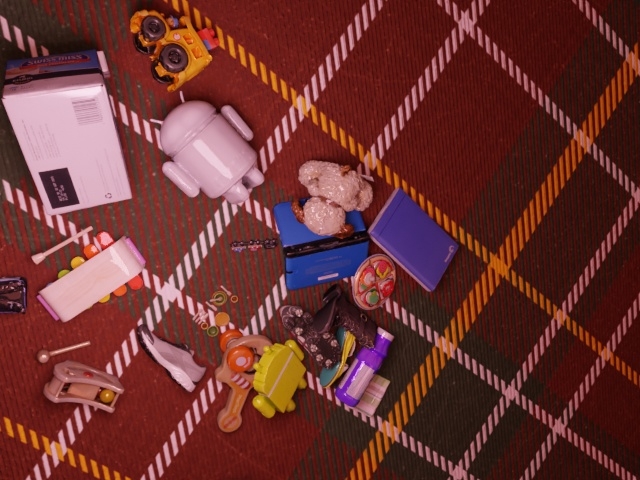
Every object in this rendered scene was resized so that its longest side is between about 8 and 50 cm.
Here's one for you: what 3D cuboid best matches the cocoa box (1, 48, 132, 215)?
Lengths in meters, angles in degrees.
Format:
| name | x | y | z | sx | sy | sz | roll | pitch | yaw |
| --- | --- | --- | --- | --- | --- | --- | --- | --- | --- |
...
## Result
| name | x | y | z | sx | sy | sz | roll | pitch | yaw |
| --- | --- | --- | --- | --- | --- | --- | --- | --- | --- |
| cocoa box | -0.655 | -0.285 | 1.488 | 0.231 | 0.228 | 0.347 | -13 | 133 | -15 |

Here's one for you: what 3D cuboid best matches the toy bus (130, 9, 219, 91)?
| name | x | y | z | sx | sy | sz | roll | pitch | yaw |
| --- | --- | --- | --- | --- | --- | --- | --- | --- | --- |
| toy bus | -0.412 | -0.580 | 1.648 | 0.211 | 0.149 | 0.220 | -38 | 104 | -23 |

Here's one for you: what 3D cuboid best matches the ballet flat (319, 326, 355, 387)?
| name | x | y | z | sx | sy | sz | roll | pitch | yaw |
| --- | --- | --- | --- | --- | --- | --- | --- | --- | --- |
| ballet flat | 0.071 | 0.407 | 1.965 | 0.077 | 0.077 | 0.231 | 21 | 89 | -36 |

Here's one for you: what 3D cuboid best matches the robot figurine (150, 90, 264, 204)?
| name | x | y | z | sx | sy | sz | roll | pitch | yaw |
| --- | --- | --- | --- | --- | --- | --- | --- | --- | --- |
| robot figurine | -0.329 | -0.268 | 1.677 | 0.353 | 0.199 | 0.300 | 46 | 63 | -18 |

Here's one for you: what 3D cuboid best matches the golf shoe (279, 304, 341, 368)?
| name | x | y | z | sx | sy | sz | roll | pitch | yaw |
| --- | --- | --- | --- | --- | --- | --- | --- | --- | --- |
| golf shoe | -0.033 | 0.313 | 1.895 | 0.105 | 0.120 | 0.273 | -42 | 109 | -13 |

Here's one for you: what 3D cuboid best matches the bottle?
| name | x | y | z | sx | sy | sz | roll | pitch | yaw |
| --- | --- | --- | --- | --- | --- | --- | --- | --- | --- |
| bottle | 0.157 | 0.438 | 1.968 | 0.092 | 0.118 | 0.283 | 32 | 86 | 8 |

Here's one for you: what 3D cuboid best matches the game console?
| name | x | y | z | sx | sy | sz | roll | pitch | yaw |
| --- | --- | --- | --- | --- | --- | --- | --- | --- | --- |
| game console | 0.000 | 0.000 | 1.908 | 0.293 | 0.173 | 0.250 | -11 | 132 | -15 |

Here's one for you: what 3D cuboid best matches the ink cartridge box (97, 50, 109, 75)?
| name | x | y | z | sx | sy | sz | roll | pitch | yaw |
| --- | --- | --- | --- | --- | --- | --- | --- | --- | --- |
| ink cartridge box | -0.646 | -0.484 | 1.581 | 0.099 | 0.135 | 0.056 | -13 | 100 | -16 |

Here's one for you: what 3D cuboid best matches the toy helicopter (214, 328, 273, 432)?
| name | x | y | z | sx | sy | sz | roll | pitch | yaw |
| --- | --- | --- | --- | --- | --- | --- | --- | --- | --- |
| toy helicopter | -0.243 | 0.473 | 1.864 | 0.234 | 0.140 | 0.355 | 13 | 104 | -27 |

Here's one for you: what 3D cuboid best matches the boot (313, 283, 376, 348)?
| name | x | y | z | sx | sy | sz | roll | pitch | yaw |
| --- | --- | --- | --- | --- | --- | --- | --- | --- | --- |
| boot | 0.098 | 0.279 | 1.875 | 0.091 | 0.263 | 0.229 | -37 | 103 | 29 |

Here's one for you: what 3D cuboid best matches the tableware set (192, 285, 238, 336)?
| name | x | y | z | sx | sy | sz | roll | pitch | yaw |
| --- | --- | --- | --- | --- | --- | --- | --- | --- | --- |
| tableware set | -0.331 | 0.233 | 1.837 | 0.104 | 0.024 | 0.154 | 43 | 83 | -18 |

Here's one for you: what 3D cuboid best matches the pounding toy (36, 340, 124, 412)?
| name | x | y | z | sx | sy | sz | roll | pitch | yaw |
| --- | --- | --- | --- | --- | --- | --- | --- | --- | --- |
| pounding toy | -0.708 | 0.393 | 1.672 | 0.269 | 0.154 | 0.155 | 27 | 89 | -19 |

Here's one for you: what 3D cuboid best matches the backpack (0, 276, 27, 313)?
| name | x | y | z | sx | sy | sz | roll | pitch | yaw |
| --- | --- | --- | --- | --- | --- | --- | --- | --- | --- |
| backpack | -0.902 | 0.155 | 1.615 | 0.114 | 0.084 | 0.105 | 0 | 97 | -22 |

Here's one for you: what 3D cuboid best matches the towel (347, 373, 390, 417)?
| name | x | y | z | sx | sy | sz | roll | pitch | yaw |
| --- | --- | --- | --- | --- | --- | --- | --- | --- | --- |
| towel | 0.175 | 0.553 | 2.040 | 0.113 | 0.023 | 0.152 | 30 | 88 | -20 |

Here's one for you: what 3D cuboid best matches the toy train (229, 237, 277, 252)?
| name | x | y | z | sx | sy | sz | roll | pitch | yaw |
| --- | --- | --- | --- | --- | --- | --- | --- | --- | --- |
| toy train | -0.218 | 0.017 | 1.843 | 0.158 | 0.027 | 0.036 | -4 | 109 | -17 |

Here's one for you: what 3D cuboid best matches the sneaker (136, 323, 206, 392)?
| name | x | y | z | sx | sy | sz | roll | pitch | yaw |
| --- | --- | --- | --- | --- | --- | --- | --- | --- | --- |
| sneaker | -0.472 | 0.355 | 1.781 | 0.108 | 0.100 | 0.271 | -47 | 112 | -21 |

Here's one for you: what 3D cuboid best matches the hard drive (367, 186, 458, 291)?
| name | x | y | z | sx | sy | sz | roll | pitch | yaw |
| --- | --- | --- | --- | --- | --- | --- | --- | --- | --- |
| hard drive | 0.327 | -0.002 | 1.976 | 0.318 | 0.040 | 0.210 | 42 | 68 | -18 |

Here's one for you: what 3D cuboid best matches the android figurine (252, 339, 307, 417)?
| name | x | y | z | sx | sy | sz | roll | pitch | yaw |
| --- | --- | --- | --- | --- | --- | --- | --- | --- | --- |
| android figurine | -0.132 | 0.440 | 1.822 | 0.248 | 0.056 | 0.273 | -61 | 141 | -27 |

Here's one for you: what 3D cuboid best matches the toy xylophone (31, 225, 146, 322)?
| name | x | y | z | sx | sy | sz | roll | pitch | yaw |
| --- | --- | --- | --- | --- | --- | --- | --- | --- | --- |
| toy xylophone | -0.691 | 0.092 | 1.674 | 0.322 | 0.081 | 0.236 | -27 | 104 | -12 |

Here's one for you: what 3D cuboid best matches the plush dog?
| name | x | y | z | sx | sy | sz | roll | pitch | yaw |
| --- | --- | --- | --- | --- | --- | --- | --- | --- | --- |
| plush dog | 0.034 | -0.122 | 1.784 | 0.262 | 0.210 | 0.226 | 23 | 86 | -7 |

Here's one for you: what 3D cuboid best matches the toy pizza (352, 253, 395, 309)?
| name | x | y | z | sx | sy | sz | roll | pitch | yaw |
| --- | --- | --- | --- | --- | --- | --- | --- | --- | --- |
| toy pizza | 0.193 | 0.146 | 1.950 | 0.201 | 0.032 | 0.201 | -12 | 111 | -35 |
